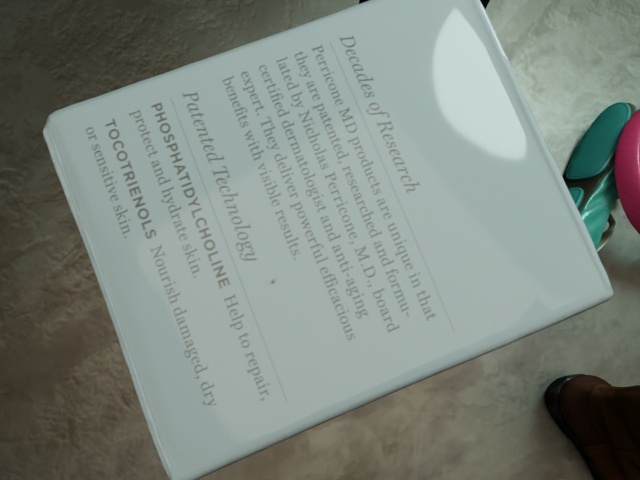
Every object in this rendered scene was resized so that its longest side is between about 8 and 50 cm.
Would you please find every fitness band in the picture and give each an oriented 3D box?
[{"bbox_3d":[0.498,-0.073,0.818,0.290,0.054,0.209,14,83,-18],"label":"fitness band"}]

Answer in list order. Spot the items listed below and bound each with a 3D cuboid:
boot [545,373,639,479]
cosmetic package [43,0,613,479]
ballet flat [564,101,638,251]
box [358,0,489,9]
[{"bbox_3d":[0.383,0.249,0.679,0.096,0.280,0.264,-32,83,-7],"label":"boot"},{"bbox_3d":[0.000,0.000,0.684,0.393,0.329,0.328,-22,81,-6],"label":"cosmetic package"},{"bbox_3d":[0.358,-0.059,0.843,0.087,0.083,0.247,34,80,-21],"label":"ballet flat"},{"bbox_3d":[0.141,-0.333,0.833,0.158,0.156,0.093,-24,81,-6],"label":"box"}]
